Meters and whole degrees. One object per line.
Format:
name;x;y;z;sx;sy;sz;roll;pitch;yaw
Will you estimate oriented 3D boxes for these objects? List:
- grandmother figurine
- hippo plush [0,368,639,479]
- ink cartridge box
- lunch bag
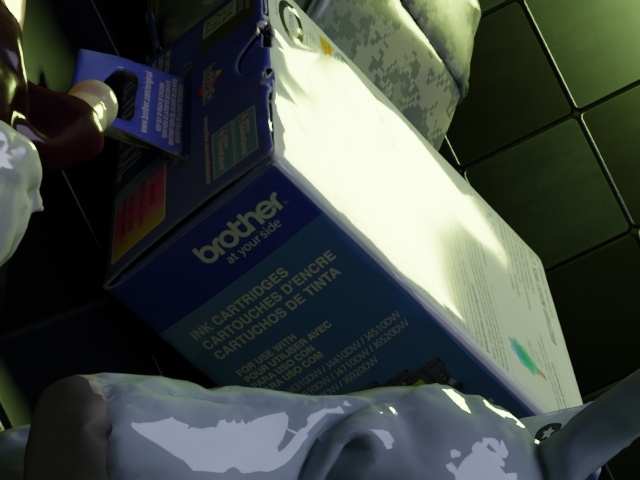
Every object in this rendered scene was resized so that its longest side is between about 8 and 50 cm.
grandmother figurine;-0.184;-0.100;0.807;0.207;0.104;0.342;25;34;-28
hippo plush;-0.002;0.187;0.662;0.234;0.294;0.237;123;-36;-67
ink cartridge box;0.000;0.000;1.131;0.395;0.151;0.270;45;20;-26
lunch bag;-0.012;-0.164;1.428;0.305;0.212;0.256;50;46;-53
